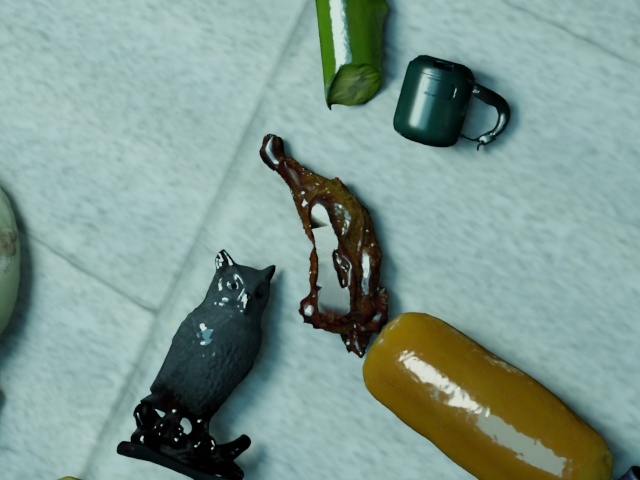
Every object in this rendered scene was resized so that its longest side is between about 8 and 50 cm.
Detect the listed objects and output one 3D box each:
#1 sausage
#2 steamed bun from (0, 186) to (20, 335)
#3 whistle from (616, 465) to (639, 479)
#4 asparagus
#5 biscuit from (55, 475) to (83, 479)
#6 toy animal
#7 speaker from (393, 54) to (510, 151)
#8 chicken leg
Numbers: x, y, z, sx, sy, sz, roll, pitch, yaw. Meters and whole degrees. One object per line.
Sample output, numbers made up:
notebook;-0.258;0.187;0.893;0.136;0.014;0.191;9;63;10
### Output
sausage;0.144;0.148;1.461;0.238;0.098;0.098;35;103;22
steamed bun;-0.473;0.062;1.663;0.324;0.219;0.310;14;96;23
whistle;0.213;0.255;1.460;0.176;0.033;0.033;-46;73;17
asparagus;0.018;-0.257;1.534;0.067;0.060;0.278;-9;87;13
biscuit;-0.251;0.355;1.665;0.184;0.035;0.249;29;102;21
toy animal;-0.101;0.114;1.589;0.117;0.121;0.210;1;68;67
speaker;0.113;-0.114;1.491;0.094;0.060;0.075;18;98;23
chicken leg;0.006;0.000;1.544;0.089;0.048;0.219;-19;82;20
